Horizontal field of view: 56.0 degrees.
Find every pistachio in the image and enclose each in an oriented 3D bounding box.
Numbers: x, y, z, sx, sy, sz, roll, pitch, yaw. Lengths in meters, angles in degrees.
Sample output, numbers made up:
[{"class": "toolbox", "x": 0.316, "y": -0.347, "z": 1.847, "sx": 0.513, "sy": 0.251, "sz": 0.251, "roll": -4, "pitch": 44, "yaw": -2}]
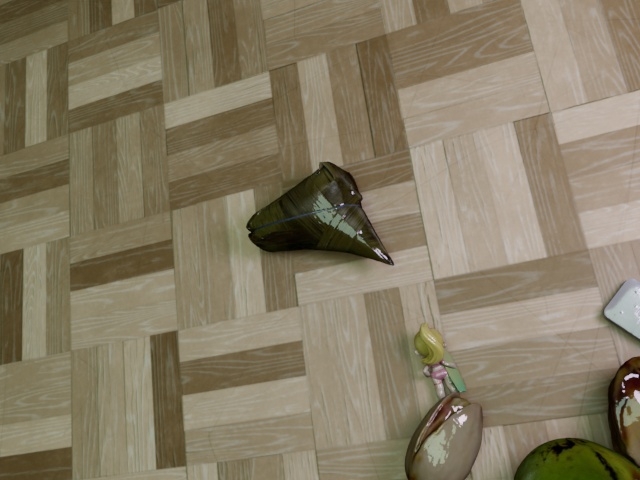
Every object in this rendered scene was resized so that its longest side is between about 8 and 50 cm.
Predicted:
[{"class": "pistachio", "x": 0.249, "y": 0.415, "z": 1.218, "sx": 0.144, "sy": 0.144, "sz": 0.215, "roll": 22, "pitch": 85, "yaw": 23}, {"class": "pistachio", "x": 0.602, "y": 0.324, "z": 1.131, "sx": 0.131, "sy": 0.165, "sz": 0.210, "roll": -9, "pitch": 84, "yaw": 57}]

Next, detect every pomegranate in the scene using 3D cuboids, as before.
[{"class": "pomegranate", "x": 0.442, "y": 0.490, "z": 1.087, "sx": 0.341, "sy": 0.261, "sz": 0.260, "roll": -25, "pitch": 67, "yaw": 37}]

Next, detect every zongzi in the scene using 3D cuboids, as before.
[{"class": "zongzi", "x": 0.000, "y": 0.000, "z": 1.421, "sx": 0.286, "sy": 0.138, "sz": 0.299, "roll": -35, "pitch": 69, "yaw": 10}]

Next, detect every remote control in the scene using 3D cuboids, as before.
[{"class": "remote control", "x": 0.693, "y": 0.181, "z": 1.185, "sx": 0.250, "sy": 0.034, "sz": 0.103, "roll": 36, "pitch": 89, "yaw": 24}]

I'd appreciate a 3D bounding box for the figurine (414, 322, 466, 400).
[{"class": "figurine", "x": 0.254, "y": 0.267, "z": 1.297, "sx": 0.083, "sy": 0.083, "sz": 0.187, "roll": -19, "pitch": 80, "yaw": 13}]
